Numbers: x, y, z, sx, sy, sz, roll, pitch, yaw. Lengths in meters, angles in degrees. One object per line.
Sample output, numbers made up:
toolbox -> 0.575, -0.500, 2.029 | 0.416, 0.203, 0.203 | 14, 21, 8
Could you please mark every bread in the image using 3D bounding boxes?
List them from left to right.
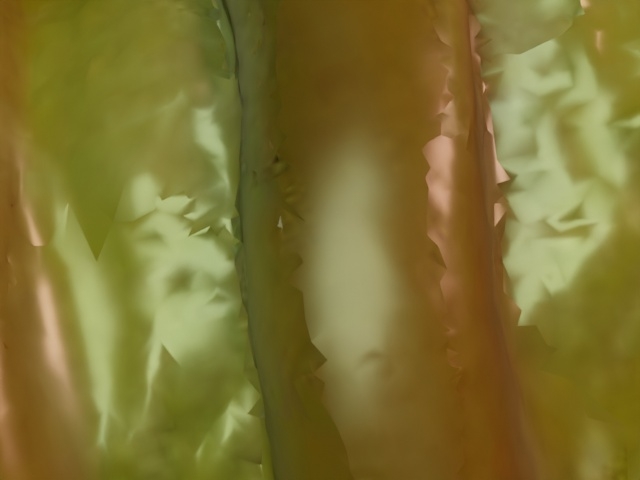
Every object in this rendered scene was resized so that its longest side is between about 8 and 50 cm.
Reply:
bread -> 0.000, 0.000, 0.436 | 0.270, 0.211, 0.316 | -21, 58, 18
